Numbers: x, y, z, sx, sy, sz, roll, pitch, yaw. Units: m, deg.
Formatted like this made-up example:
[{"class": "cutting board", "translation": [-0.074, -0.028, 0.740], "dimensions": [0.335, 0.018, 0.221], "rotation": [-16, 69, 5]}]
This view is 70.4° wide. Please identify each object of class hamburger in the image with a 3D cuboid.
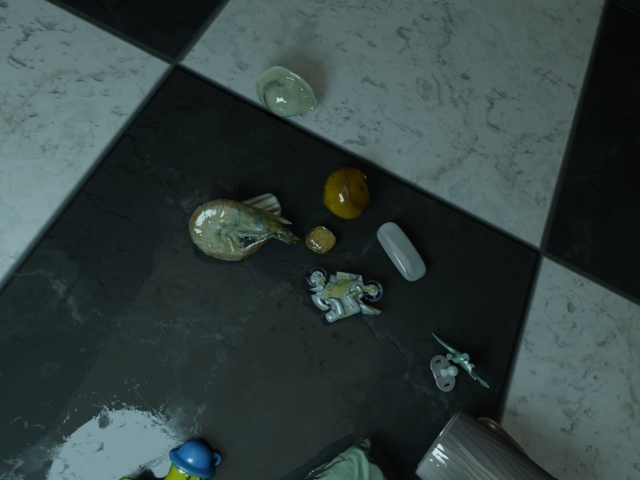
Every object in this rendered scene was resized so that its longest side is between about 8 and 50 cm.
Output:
[{"class": "hamburger", "translation": [0.000, 0.000, 1.318], "dimensions": [0.083, 0.044, 0.076], "rotation": [41, 66, 2]}]

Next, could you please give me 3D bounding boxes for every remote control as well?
[{"class": "remote control", "translation": [-0.223, -0.065, 1.289], "dimensions": [0.230, 0.049, 0.090], "rotation": [-25, 80, -18]}]

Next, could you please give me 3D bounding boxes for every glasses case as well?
[{"class": "glasses case", "translation": [0.242, 0.032, 1.357], "dimensions": [0.074, 0.049, 0.193], "rotation": [-30, 80, -20]}]

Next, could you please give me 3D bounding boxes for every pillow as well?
[{"class": "pillow", "translation": [0.059, 0.653, 1.045], "dimensions": [0.310, 0.138, 0.283], "rotation": [-25, 81, -26]}]

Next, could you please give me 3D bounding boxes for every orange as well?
[{"class": "orange", "translation": [0.076, -0.140, 1.347], "dimensions": [0.157, 0.134, 0.156], "rotation": [10, 78, -52]}]

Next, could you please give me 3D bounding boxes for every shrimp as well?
[{"class": "shrimp", "translation": [-0.201, -0.014, 1.242], "dimensions": [0.317, 0.077, 0.168], "rotation": [17, 106, -24]}]

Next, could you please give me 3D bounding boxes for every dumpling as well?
[{"class": "dumpling", "translation": [-0.106, -0.464, 1.405], "dimensions": [0.181, 0.155, 0.111], "rotation": [-11, 49, -6]}]

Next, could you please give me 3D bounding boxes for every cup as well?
[{"class": "cup", "translation": [0.412, 0.550, 1.093], "dimensions": [0.273, 0.208, 0.288], "rotation": [36, 57, 24]}]

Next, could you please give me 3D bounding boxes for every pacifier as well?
[{"class": "pacifier", "translation": [0.350, 0.361, 1.249], "dimensions": [0.082, 0.078, 0.099], "rotation": [-9, 71, -31]}]

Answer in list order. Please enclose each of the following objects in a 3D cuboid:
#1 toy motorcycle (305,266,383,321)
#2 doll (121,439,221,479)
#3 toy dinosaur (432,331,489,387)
[{"class": "toy motorcycle", "translation": [0.062, 0.157, 1.261], "dimensions": [0.229, 0.074, 0.151], "rotation": [15, 71, -8]}, {"class": "doll", "translation": [-0.380, 0.582, 0.991], "dimensions": [0.363, 0.145, 0.199], "rotation": [-27, 118, -29]}, {"class": "toy dinosaur", "translation": [0.393, 0.331, 1.267], "dimensions": [0.106, 0.187, 0.044], "rotation": [37, 90, -34]}]
